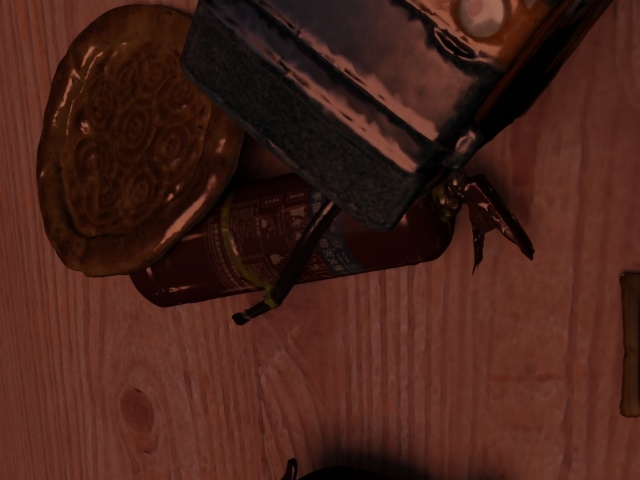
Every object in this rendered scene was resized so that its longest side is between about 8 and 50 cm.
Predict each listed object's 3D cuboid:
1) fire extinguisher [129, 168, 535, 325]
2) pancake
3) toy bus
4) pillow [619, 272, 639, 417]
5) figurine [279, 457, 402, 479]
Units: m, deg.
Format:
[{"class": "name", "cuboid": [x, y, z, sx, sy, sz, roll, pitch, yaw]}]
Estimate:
[{"class": "fire extinguisher", "cuboid": [0.000, 0.000, 0.736, 0.341, 0.105, 0.142, -10, 120, 28]}, {"class": "pancake", "cuboid": [-0.167, -0.093, 0.776, 0.250, 0.031, 0.250, -7, 76, 31]}, {"class": "toy bus", "cuboid": [0.079, -0.149, 0.520, 0.162, 0.323, 0.194, 40, 122, 8]}, {"class": "pillow", "cuboid": [0.321, 0.079, 0.631, 0.203, 0.038, 0.113, 0, 82, 27]}, {"class": "figurine", "cuboid": [0.077, 0.341, 0.780, 0.370, 0.167, 0.281, 39, 124, -1]}]
